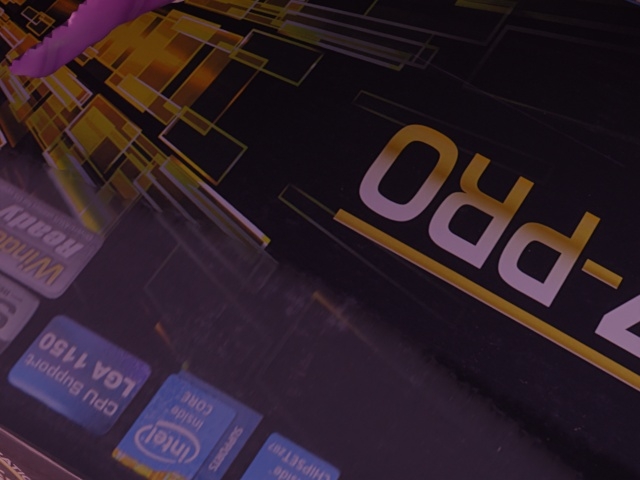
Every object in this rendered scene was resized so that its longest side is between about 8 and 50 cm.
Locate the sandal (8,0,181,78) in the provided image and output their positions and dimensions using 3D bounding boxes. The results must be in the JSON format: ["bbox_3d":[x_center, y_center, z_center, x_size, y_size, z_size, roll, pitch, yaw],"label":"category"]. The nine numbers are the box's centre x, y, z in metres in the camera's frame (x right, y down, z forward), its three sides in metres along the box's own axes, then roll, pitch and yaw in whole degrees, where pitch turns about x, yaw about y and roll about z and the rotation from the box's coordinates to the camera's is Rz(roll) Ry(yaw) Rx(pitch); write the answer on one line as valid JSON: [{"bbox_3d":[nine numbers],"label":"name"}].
[{"bbox_3d":[-0.083,-0.098,0.386,0.416,0.169,0.102,-1,101,24],"label":"sandal"}]

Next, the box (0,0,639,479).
[{"bbox_3d":[0.033,-0.006,0.483,0.395,0.318,0.097,30,150,12],"label":"box"}]
